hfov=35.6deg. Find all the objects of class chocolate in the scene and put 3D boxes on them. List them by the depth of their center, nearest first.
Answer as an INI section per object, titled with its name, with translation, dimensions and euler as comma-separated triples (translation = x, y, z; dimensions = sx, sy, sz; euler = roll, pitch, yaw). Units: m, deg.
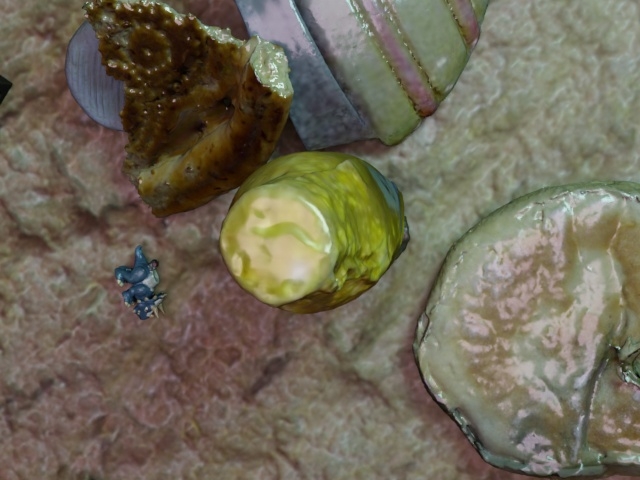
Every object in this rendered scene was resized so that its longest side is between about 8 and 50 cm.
[chocolate]
translation = 0.000, 0.000, 0.863
dimensions = 0.162, 0.445, 0.162
euler = 0, 94, 4

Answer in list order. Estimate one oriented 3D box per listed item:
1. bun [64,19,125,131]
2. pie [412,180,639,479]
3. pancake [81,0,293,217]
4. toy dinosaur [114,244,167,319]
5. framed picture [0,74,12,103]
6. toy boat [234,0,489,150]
[bun]
translation = -0.196, -0.182, 1.043
dimensions = 0.141, 0.083, 0.140
euler = 7, 133, 7
[pie]
translation = 0.253, 0.094, 1.016
dimensions = 0.338, 0.075, 0.337
euler = 3, 99, 18
[pancake]
translation = -0.153, -0.137, 0.981
dimensions = 0.266, 0.057, 0.244
euler = -26, 123, 34
[toy dinosaur]
translation = -0.196, 0.047, 1.103
dimensions = 0.047, 0.030, 0.083
euler = -16, 95, 9
[framed picture]
translation = -0.405, -0.105, 1.065
dimensions = 0.023, 0.128, 0.168
euler = 35, 100, 1
[toy boat]
translation = 0.045, -0.228, 1.002
dimensions = 0.294, 0.111, 0.276
euler = -10, 101, 1
